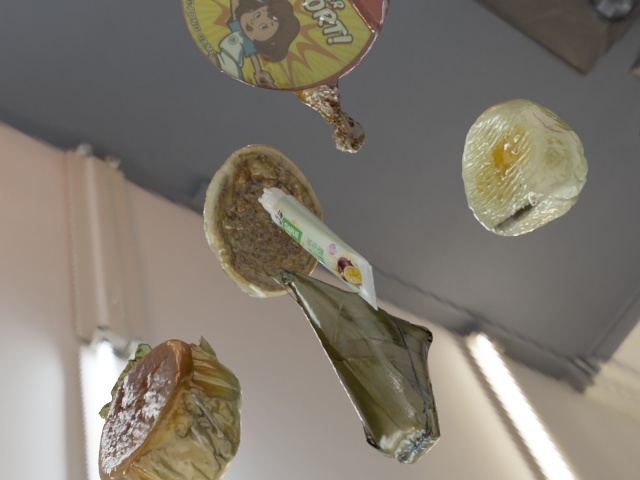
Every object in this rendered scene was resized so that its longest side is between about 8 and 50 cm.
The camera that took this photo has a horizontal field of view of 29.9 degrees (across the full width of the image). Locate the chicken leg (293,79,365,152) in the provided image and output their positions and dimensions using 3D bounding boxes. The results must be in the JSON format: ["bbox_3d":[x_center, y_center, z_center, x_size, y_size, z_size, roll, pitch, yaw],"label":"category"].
[{"bbox_3d":[0.005,-0.251,2.062,0.087,0.107,0.252,7,139,43],"label":"chicken leg"}]

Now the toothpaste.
[{"bbox_3d":[0.000,0.000,1.799,0.058,0.056,0.314,26,-170,-39],"label":"toothpaste"}]

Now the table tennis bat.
[{"bbox_3d":[-0.009,-0.345,1.581,0.268,0.414,0.051,50,-144,-22],"label":"table tennis bat"}]

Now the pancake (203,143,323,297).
[{"bbox_3d":[-0.099,-0.037,2.170,0.282,0.283,0.049,22,160,-34],"label":"pancake"}]

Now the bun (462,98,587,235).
[{"bbox_3d":[0.345,-0.114,1.999,0.153,0.244,0.244,2,-149,-26],"label":"bun"}]

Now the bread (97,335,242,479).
[{"bbox_3d":[-0.246,0.306,1.941,0.183,0.236,0.388,30,-171,-12],"label":"bread"}]

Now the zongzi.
[{"bbox_3d":[0.050,0.186,1.835,0.289,0.123,0.260,31,-149,-23],"label":"zongzi"}]

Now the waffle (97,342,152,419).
[{"bbox_3d":[-0.315,0.325,2.381,0.204,0.054,0.223,32,-128,-6],"label":"waffle"}]
